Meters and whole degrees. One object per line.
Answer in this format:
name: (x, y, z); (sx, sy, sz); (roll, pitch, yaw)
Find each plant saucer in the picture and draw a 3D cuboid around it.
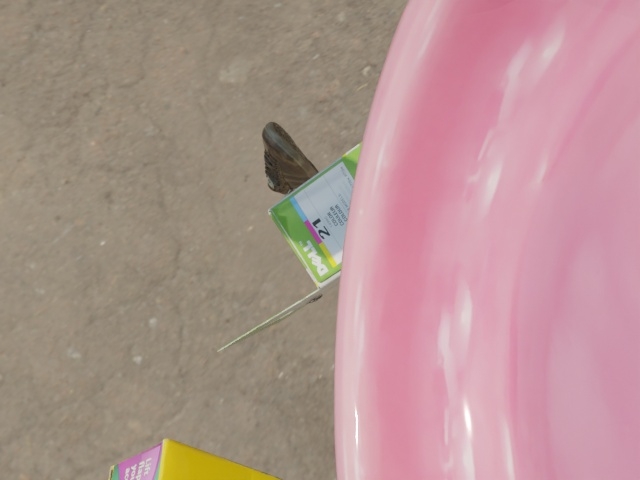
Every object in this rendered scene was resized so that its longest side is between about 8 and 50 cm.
plant saucer: (0.098, 0.042, 0.244); (0.084, 0.332, 0.332); (3, 113, -20)

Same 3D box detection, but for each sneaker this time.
sneaker: (-0.049, -0.099, 1.427); (0.071, 0.188, 0.066); (-36, 58, 5)

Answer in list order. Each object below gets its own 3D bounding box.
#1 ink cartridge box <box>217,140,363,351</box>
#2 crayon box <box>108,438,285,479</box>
ink cartridge box: (0.000, 0.000, 1.037); (0.255, 0.189, 0.097); (-34, 85, 17)
crayon box: (-0.060, 0.404, 0.894); (0.313, 0.363, 0.106); (27, 138, -31)
